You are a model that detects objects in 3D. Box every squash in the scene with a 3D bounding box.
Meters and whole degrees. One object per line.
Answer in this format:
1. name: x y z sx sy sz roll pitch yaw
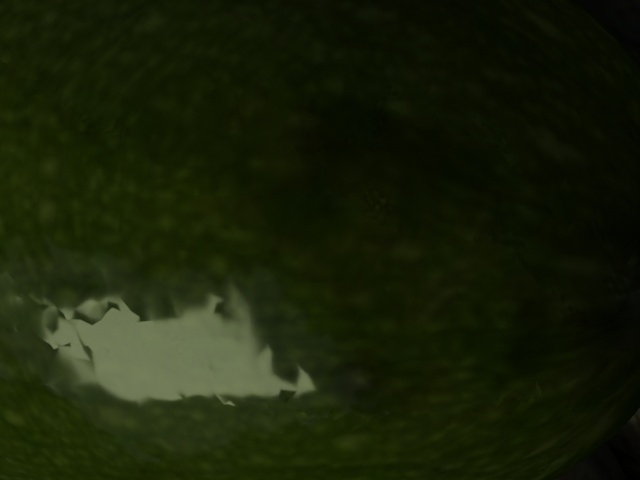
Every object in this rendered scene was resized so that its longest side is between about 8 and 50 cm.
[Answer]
1. squash: -0.012 0.006 0.589 0.309 0.310 0.310 21 145 47

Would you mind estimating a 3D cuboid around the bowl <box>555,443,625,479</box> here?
1. bowl: 0.115 0.142 0.850 0.189 0.086 0.189 40 158 20
